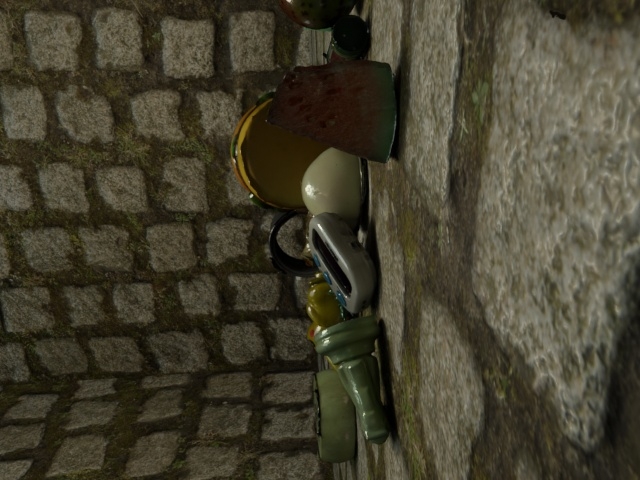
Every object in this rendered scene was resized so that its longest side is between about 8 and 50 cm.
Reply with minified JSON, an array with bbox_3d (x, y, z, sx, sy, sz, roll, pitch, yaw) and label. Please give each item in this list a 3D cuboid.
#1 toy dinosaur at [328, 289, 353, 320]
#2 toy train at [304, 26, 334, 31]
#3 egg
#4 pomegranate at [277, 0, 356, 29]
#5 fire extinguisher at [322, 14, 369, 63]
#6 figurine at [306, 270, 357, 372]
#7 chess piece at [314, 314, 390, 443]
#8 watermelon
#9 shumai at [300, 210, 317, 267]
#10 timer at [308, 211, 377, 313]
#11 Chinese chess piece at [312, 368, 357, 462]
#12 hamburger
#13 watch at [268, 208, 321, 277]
[{"bbox_3d":[0.084,0.109,1.736,0.120,0.079,0.291,-145,55,-64],"label":"toy dinosaur"},{"bbox_3d":[0.011,-0.829,1.822,0.330,0.139,0.178,91,-175,-67],"label":"toy train"},{"bbox_3d":[0.032,-0.157,1.643,0.286,0.174,0.264,-95,7,-77],"label":"egg"},{"bbox_3d":[0.003,-0.708,1.469,0.242,0.242,0.305,-98,27,-52],"label":"pomegranate"},{"bbox_3d":[0.064,-0.500,1.518,0.093,0.118,0.294,-58,4,-2],"label":"fire extinguisher"},{"bbox_3d":[0.041,0.261,1.904,0.218,0.169,0.326,-43,-46,-75],"label":"figurine"},{"bbox_3d":[0.102,0.346,1.392,0.175,0.176,0.298,99,155,-71],"label":"chess piece"},{"bbox_3d":[0.022,-0.265,1.138,0.140,0.257,0.192,-108,23,-73],"label":"watermelon"},{"bbox_3d":[0.000,0.000,1.834,0.206,0.175,0.166,47,180,-42],"label":"shumai"},{"bbox_3d":[0.060,0.059,1.525,0.262,0.087,0.237,56,161,25],"label":"timer"},{"bbox_3d":[0.048,0.673,2.197,0.349,0.147,0.349,177,90,-87],"label":"Chinese chess piece"},{"bbox_3d":[-0.095,-0.299,1.864,0.277,0.396,0.395,-151,57,-72],"label":"hamburger"},{"bbox_3d":[-0.079,-0.039,2.168,0.314,0.335,0.326,-107,24,-72],"label":"watch"}]
